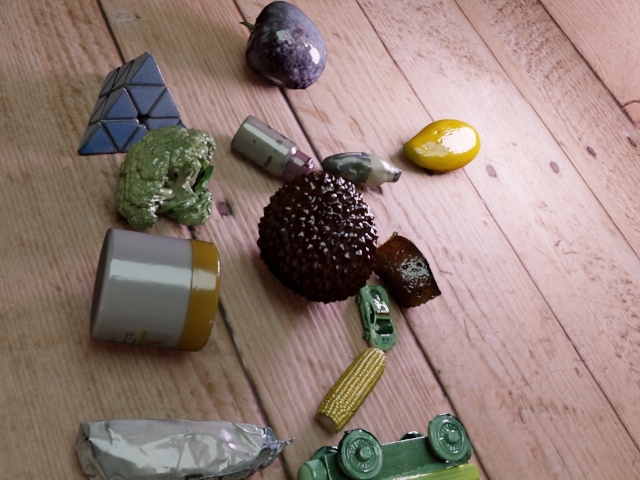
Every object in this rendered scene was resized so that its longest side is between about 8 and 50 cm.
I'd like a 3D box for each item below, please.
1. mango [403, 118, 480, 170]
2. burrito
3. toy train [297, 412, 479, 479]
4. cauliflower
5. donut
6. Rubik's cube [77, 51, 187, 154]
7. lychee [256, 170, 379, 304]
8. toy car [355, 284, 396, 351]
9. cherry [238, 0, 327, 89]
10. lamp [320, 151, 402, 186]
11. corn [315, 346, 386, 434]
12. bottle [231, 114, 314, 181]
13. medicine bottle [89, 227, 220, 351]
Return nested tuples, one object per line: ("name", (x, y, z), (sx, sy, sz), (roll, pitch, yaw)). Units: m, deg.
("mango", (0.399, -0.308, 2.280), (0.316, 0.119, 0.177), (-17, 74, -31))
("burrito", (-0.249, 0.419, 1.385), (0.445, 0.101, 0.139), (7, 49, -25))
("toy train", (0.166, 0.534, 1.487), (0.441, 0.179, 0.273), (0, 63, -31))
("cauliflower", (-0.357, -0.146, 1.710), (0.250, 0.275, 0.272), (56, 3, -30))
("donut", (0.223, 0.080, 1.885), (0.126, 0.144, 0.187), (-30, 99, -20))
("Rubik's cube", (-0.481, -0.343, 1.809), (0.233, 0.228, 0.229), (-34, 118, -78))
("lychee", (0.000, 0.000, 1.714), (0.305, 0.331, 0.306), (12, 22, -5))
("toy car", (0.151, 0.195, 1.804), (0.093, 0.058, 0.186), (7, 53, -26))
("cherry", (-0.113, -0.595, 2.150), (0.296, 0.218, 0.255), (31, 42, -23))
("lamp", (0.122, -0.211, 2.066), (0.249, 0.101, 0.101), (9, 52, -18))
("corn", (0.075, 0.344, 1.634), (0.081, 0.081, 0.248), (41, 48, 5))
("bottle", (-0.126, -0.242, 1.947), (0.233, 0.110, 0.110), (33, 47, -4))
("medicine bottle", (-0.350, 0.105, 1.475), (0.231, 0.238, 0.238), (9, 52, -20))
